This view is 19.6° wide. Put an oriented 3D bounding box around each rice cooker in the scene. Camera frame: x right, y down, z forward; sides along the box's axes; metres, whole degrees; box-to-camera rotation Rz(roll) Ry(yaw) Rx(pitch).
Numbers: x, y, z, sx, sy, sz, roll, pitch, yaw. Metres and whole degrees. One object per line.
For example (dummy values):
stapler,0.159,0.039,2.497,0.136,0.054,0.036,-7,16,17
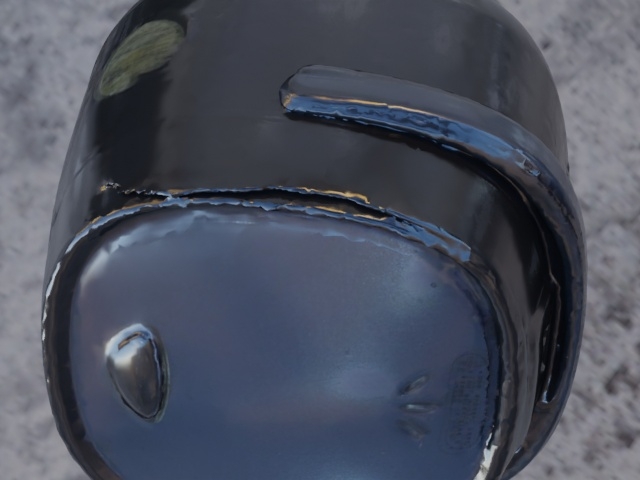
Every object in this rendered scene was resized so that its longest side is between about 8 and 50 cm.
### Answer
rice cooker,0.000,0.000,0.873,0.267,0.267,0.224,-22,30,24
